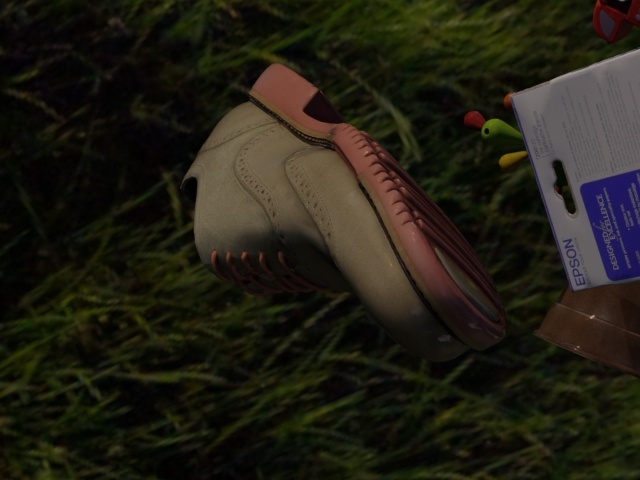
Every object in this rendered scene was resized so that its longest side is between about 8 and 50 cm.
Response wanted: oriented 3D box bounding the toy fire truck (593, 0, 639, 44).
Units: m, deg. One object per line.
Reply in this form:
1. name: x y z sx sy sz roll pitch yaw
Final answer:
1. toy fire truck: 0.358 -0.176 1.195 0.192 0.135 0.047 33 40 23

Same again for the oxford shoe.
1. oxford shoe: 0.000 0.000 0.799 0.140 0.146 0.397 47 1 -25

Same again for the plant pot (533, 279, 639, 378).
1. plant pot: 0.338 0.056 1.258 0.167 0.167 0.165 17 94 -52

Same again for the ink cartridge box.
1. ink cartridge box: 0.291 -0.068 1.053 0.045 0.208 0.206 -20 94 -43

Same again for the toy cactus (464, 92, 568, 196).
1. toy cactus: 0.274 -0.083 1.251 0.219 0.112 0.180 24 6 -29
